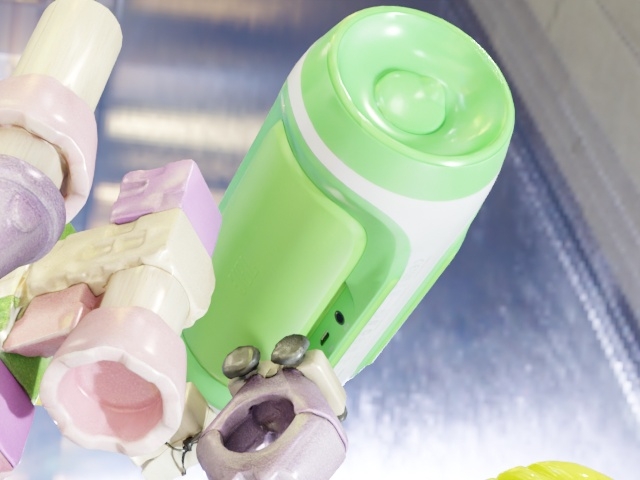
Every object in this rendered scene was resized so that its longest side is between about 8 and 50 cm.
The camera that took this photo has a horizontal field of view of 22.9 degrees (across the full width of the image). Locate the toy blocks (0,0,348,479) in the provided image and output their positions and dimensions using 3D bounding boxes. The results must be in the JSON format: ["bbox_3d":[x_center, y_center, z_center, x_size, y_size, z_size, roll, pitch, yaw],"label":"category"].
[{"bbox_3d":[-0.177,0.093,0.774,0.260,0.289,0.309,-80,-33,-51],"label":"toy blocks"}]

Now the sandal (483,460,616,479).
[{"bbox_3d":[0.102,0.269,1.040,0.126,0.317,0.138,33,144,31],"label":"sandal"}]

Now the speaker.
[{"bbox_3d":[0.000,0.000,0.925,0.296,0.131,0.131,123,152,-49],"label":"speaker"}]
